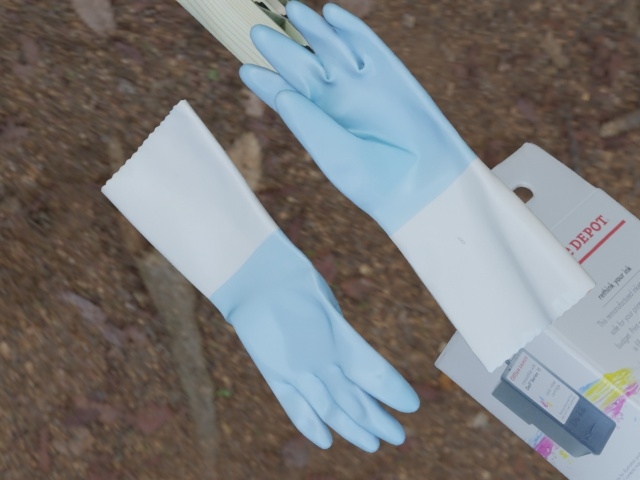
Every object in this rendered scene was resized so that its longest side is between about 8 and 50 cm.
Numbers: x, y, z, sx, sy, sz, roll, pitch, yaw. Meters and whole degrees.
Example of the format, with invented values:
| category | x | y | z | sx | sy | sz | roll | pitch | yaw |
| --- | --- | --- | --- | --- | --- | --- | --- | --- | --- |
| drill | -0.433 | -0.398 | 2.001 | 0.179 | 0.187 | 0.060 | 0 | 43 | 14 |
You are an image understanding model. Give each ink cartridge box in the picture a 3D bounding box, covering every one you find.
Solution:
| category | x | y | z | sx | sy | sz | roll | pitch | yaw |
| --- | --- | --- | --- | --- | --- | --- | --- | --- | --- |
| ink cartridge box | 0.247 | 0.093 | 1.413 | 0.353 | 0.119 | 0.207 | 41 | 42 | 13 |

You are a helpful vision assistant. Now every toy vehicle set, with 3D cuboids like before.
| category | x | y | z | sx | sy | sz | roll | pitch | yaw |
| --- | --- | --- | --- | --- | --- | --- | --- | --- | --- |
| toy vehicle set | -0.009 | -0.129 | 1.226 | 0.166 | 0.267 | 0.035 | 44 | 99 | 6 |

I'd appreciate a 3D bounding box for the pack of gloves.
| category | x | y | z | sx | sy | sz | roll | pitch | yaw |
| --- | --- | --- | --- | --- | --- | --- | --- | --- | --- |
| pack of gloves | 0.000 | 0.000 | 0.901 | 0.195 | 0.046 | 0.232 | -44 | 83 | 26 |
